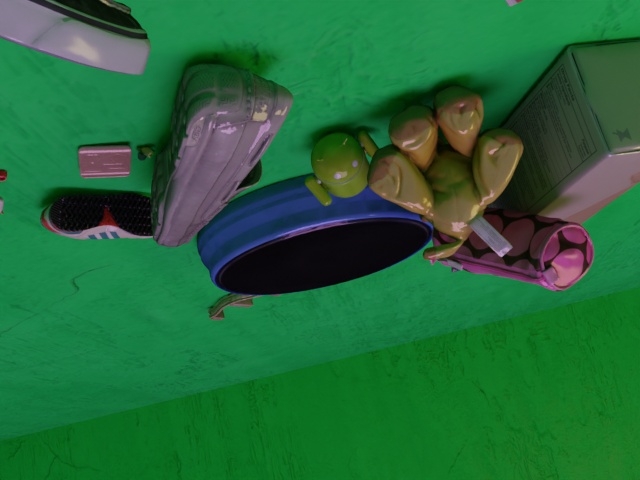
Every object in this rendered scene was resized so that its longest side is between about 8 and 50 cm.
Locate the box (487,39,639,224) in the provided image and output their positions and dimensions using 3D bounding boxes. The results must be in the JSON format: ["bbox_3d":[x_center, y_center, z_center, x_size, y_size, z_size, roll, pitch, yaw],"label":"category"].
[{"bbox_3d":[0.321,-0.113,0.994,0.121,0.147,0.311,-9,164,-14],"label":"box"}]

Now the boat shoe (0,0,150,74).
[{"bbox_3d":[-0.218,-0.186,0.428,0.306,0.104,0.113,19,-172,-41],"label":"boat shoe"}]

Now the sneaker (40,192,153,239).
[{"bbox_3d":[-0.282,-0.029,0.985,0.161,0.057,0.075,1,175,-41],"label":"sneaker"}]

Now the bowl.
[{"bbox_3d":[0.000,0.000,1.227,0.391,0.077,0.391,-12,163,-4],"label":"bowl"}]

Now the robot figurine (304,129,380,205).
[{"bbox_3d":[0.026,-0.095,0.960,0.101,0.067,0.115,-40,161,1],"label":"robot figurine"}]

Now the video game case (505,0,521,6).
[{"bbox_3d":[0.249,-0.292,0.577,0.285,0.025,0.204,-21,161,24],"label":"video game case"}]

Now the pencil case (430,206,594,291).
[{"bbox_3d":[0.240,0.010,0.990,0.098,0.095,0.209,-34,-156,-28],"label":"pencil case"}]

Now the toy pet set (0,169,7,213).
[{"bbox_3d":[-0.419,-0.030,0.841,0.122,0.065,0.114,2,157,-39],"label":"toy pet set"}]

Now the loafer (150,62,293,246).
[{"bbox_3d":[-0.121,-0.075,0.843,0.112,0.112,0.319,3,157,-21],"label":"loafer"}]

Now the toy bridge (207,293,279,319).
[{"bbox_3d":[-0.166,0.125,1.581,0.188,0.026,0.063,-25,158,32],"label":"toy bridge"}]

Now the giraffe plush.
[{"bbox_3d":[0.160,-0.087,0.971,0.181,0.210,0.170,-28,-166,8],"label":"giraffe plush"}]

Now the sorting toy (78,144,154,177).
[{"bbox_3d":[-0.232,-0.092,0.870,0.083,0.012,0.062,-4,156,-17],"label":"sorting toy"}]
